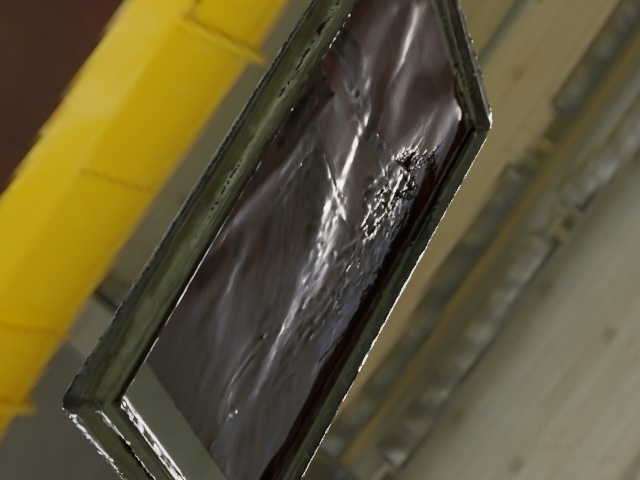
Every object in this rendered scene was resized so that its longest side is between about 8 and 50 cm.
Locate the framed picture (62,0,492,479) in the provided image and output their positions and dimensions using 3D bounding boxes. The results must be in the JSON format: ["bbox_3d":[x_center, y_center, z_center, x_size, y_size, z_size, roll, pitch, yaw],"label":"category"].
[{"bbox_3d":[0.000,0.000,0.827,0.273,0.016,0.216,-60,-25,-19],"label":"framed picture"}]
